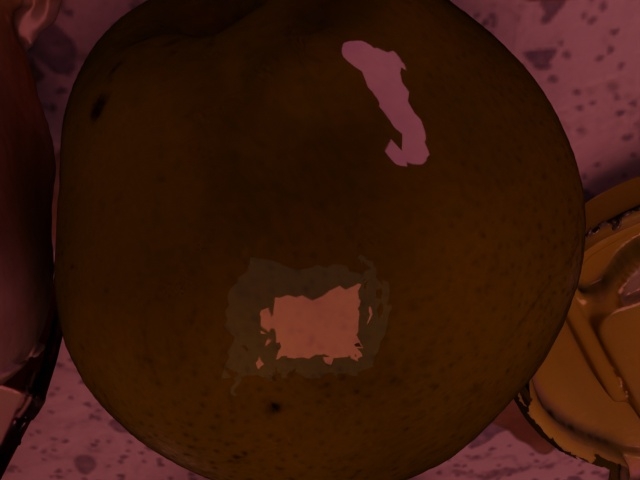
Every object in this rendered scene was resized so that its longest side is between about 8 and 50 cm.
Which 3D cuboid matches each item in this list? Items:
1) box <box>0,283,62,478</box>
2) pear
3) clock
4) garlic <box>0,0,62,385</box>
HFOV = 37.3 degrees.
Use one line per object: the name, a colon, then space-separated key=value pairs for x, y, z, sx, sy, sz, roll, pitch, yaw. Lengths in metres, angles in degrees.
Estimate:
box: x=-0.422 y=0.124 z=0.660 sx=0.385 sy=0.122 sz=0.344 roll=22 pitch=121 yaw=-18
pear: x=0.000 y=0.000 z=0.515 sx=0.294 sy=0.294 sz=0.294 roll=-2 pitch=125 yaw=-3
clock: x=0.274 y=0.064 z=0.700 sx=0.277 sy=0.071 sz=0.293 roll=-19 pitch=124 yaw=14
garlic: x=-0.258 y=-0.031 z=0.451 sx=0.286 sy=0.313 sz=0.249 roll=22 pitch=132 yaw=-16
